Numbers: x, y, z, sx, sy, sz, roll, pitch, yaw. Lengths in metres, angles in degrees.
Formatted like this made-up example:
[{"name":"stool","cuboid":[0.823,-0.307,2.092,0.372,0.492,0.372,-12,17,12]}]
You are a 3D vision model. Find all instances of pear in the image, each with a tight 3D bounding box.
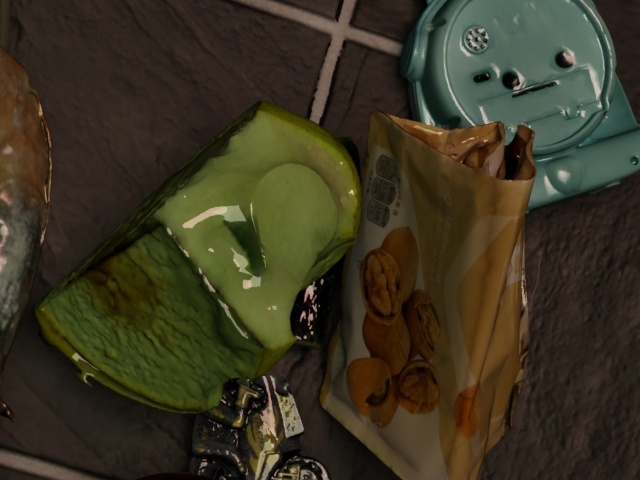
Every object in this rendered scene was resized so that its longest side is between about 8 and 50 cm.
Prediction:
[{"name":"pear","cuboid":[-0.081,0.007,1.681,0.176,0.286,0.282,47,49,-10]}]

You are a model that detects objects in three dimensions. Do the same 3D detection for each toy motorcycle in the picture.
[{"name":"toy motorcycle","cuboid":[-0.076,0.182,1.743,0.124,0.061,0.193,-24,83,-5]}]

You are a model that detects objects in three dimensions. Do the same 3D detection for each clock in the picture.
[{"name":"clock","cuboid":[0.193,-0.164,1.827,0.223,0.094,0.274,-19,89,-15]}]

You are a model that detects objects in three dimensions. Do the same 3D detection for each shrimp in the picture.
[{"name":"shrimp","cuboid":[-0.326,0.033,1.625,0.110,0.221,0.445,2,85,25]}]

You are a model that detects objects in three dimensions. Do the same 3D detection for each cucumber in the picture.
[{"name":"cucumber","cuboid":[0.000,0.000,1.783,0.052,0.058,0.214,14,78,-5]}]

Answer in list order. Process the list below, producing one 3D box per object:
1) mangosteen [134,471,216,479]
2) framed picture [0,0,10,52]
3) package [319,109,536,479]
[{"name":"mangosteen","cuboid":[-0.158,0.322,1.651,0.235,0.261,0.235,-11,103,-56]},{"name":"framed picture","cuboid":[-0.405,-0.168,1.621,0.289,0.016,0.213,-14,122,-36]},{"name":"package","cuboid":[0.138,0.051,1.702,0.165,0.221,0.311,-3,111,-30]}]
